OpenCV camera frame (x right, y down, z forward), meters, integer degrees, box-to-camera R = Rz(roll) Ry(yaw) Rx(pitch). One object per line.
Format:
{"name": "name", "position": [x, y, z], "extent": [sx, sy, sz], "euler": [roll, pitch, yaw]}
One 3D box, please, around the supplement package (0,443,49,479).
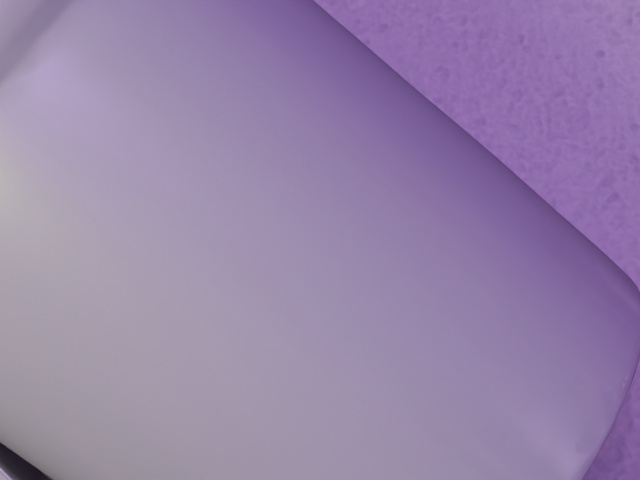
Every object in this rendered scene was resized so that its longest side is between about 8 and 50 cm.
{"name": "supplement package", "position": [-0.313, 0.235, 0.799], "extent": [0.293, 0.177, 0.175], "euler": [-44, 107, -12]}

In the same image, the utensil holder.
{"name": "utensil holder", "position": [-0.054, 0.023, 0.741], "extent": [0.385, 0.327, 0.328], "euler": [39, 76, -7]}
